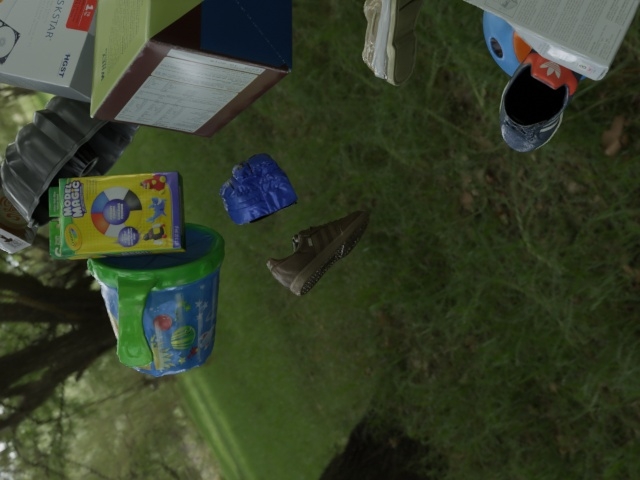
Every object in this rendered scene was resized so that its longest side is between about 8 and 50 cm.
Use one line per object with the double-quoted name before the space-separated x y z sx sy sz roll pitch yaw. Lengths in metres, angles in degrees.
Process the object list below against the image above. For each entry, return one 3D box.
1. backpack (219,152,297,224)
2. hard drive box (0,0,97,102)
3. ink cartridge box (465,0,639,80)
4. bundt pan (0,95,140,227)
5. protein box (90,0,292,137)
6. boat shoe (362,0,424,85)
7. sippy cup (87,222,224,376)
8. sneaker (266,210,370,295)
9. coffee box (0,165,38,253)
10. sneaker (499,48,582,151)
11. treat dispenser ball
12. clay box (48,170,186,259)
"backpack" -0.119 -0.090 1.332 0.101 0.120 0.098 64 174 -21
"hard drive box" -0.437 -0.334 1.219 0.232 0.181 0.089 14 175 22
"ink cartridge box" 0.331 -0.359 1.068 0.232 0.189 0.066 26 170 10
"bundt pan" -0.508 -0.185 1.511 0.124 0.331 0.331 40 165 -3
"protein box" -0.132 -0.233 0.747 0.201 0.136 0.200 -20 67 58
"boat shoe" 0.136 -0.455 1.474 0.103 0.113 0.302 32 134 29
"sippy cup" -0.281 0.110 1.353 0.240 0.305 0.224 16 117 38
"sneaker" 0.000 0.000 1.082 0.071 0.188 0.066 34 138 15
"coffee box" -0.754 -0.094 1.696 0.098 0.141 0.246 -17 140 39
"sneaker" 0.386 -0.246 1.407 0.131 0.148 0.350 31 159 14
"treat dispenser ball" 0.488 -0.468 1.589 0.288 0.288 0.288 56 163 26
"clay box" -0.332 -0.039 1.217 0.053 0.222 0.127 96 170 -82
